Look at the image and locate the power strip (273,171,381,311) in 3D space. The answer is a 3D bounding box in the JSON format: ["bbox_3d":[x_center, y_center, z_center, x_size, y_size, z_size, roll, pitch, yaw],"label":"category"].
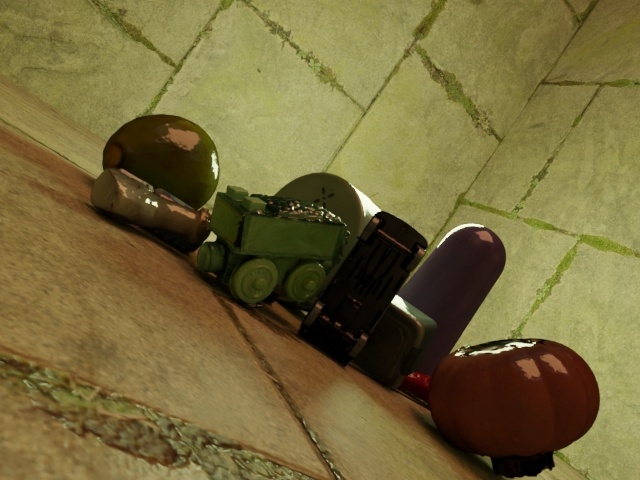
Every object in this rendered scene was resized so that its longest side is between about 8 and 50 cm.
[{"bbox_3d":[0.000,0.000,1.293,0.357,0.358,0.161,34,1,41],"label":"power strip"}]

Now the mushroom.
[{"bbox_3d":[-0.290,-0.051,0.916,0.092,0.081,0.223,-10,-25,39],"label":"mushroom"}]

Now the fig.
[{"bbox_3d":[-0.358,-0.167,1.145,0.239,0.239,0.271,34,13,12],"label":"fig"}]

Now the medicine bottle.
[{"bbox_3d":[-0.316,-0.058,1.001,0.203,0.083,0.083,34,-1,-27],"label":"medicine bottle"}]

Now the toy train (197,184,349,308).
[{"bbox_3d":[-0.089,0.012,0.961,0.271,0.188,0.159,5,19,-36],"label":"toy train"}]

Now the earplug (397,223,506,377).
[{"bbox_3d":[0.313,0.158,1.354,0.215,0.456,0.215,37,-1,1],"label":"earplug"}]

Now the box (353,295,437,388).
[{"bbox_3d":[0.131,0.193,1.118,0.130,0.162,0.227,2,24,-48],"label":"box"}]

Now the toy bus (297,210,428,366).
[{"bbox_3d":[0.082,0.090,1.014,0.125,0.292,0.133,34,-4,1],"label":"toy bus"}]

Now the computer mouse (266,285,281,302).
[{"bbox_3d":[-0.155,0.063,1.162,0.126,0.071,0.231,35,-2,-35],"label":"computer mouse"}]

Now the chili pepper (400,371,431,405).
[{"bbox_3d":[0.231,0.338,1.181,0.272,0.063,0.071,32,-13,-13],"label":"chili pepper"}]

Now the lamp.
[{"bbox_3d":[0.355,0.307,0.961,0.305,0.305,0.240,39,40,-77],"label":"lamp"}]
